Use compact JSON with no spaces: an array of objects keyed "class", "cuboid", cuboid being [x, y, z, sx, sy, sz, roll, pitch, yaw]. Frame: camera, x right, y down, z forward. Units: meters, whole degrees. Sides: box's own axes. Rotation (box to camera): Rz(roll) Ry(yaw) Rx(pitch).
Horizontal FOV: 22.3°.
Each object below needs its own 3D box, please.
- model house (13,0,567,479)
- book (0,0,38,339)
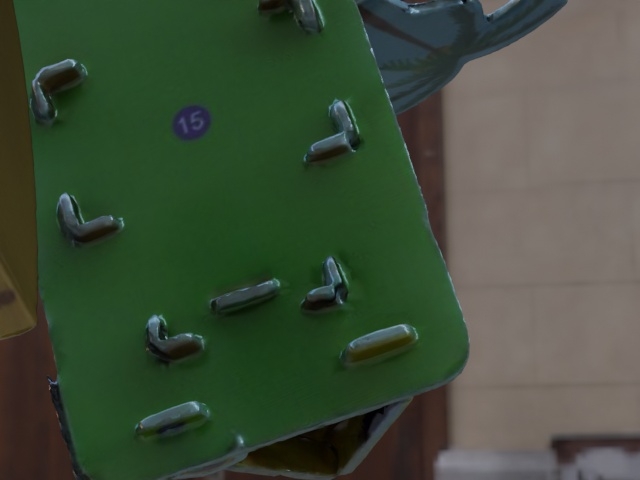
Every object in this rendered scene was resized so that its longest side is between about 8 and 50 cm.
[{"class":"model house","cuboid":[0.028,-0.001,0.965,0.340,0.300,0.323,-19,-25,3]},{"class":"book","cuboid":[-0.167,-0.181,0.483,0.032,0.269,0.389,-17,-42,1]}]
